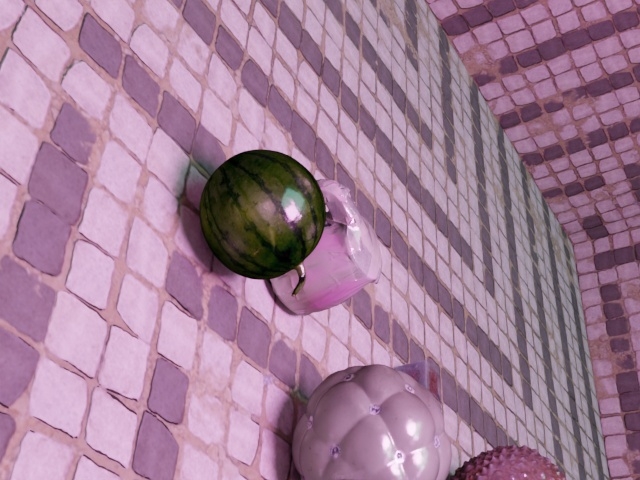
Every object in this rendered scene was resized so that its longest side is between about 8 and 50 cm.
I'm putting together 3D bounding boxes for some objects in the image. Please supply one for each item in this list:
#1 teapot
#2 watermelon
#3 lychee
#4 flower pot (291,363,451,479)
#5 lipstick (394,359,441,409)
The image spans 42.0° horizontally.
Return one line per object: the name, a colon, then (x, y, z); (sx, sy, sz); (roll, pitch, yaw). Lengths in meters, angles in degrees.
teapot: (0.007, 0.001, 1.396); (0.163, 0.178, 0.221); (-7, 80, -64)
watermelon: (-0.077, -0.029, 1.237); (0.214, 0.188, 0.188); (50, 29, -3)
lychee: (0.359, 0.547, 1.642); (0.300, 0.300, 0.300); (41, 40, -47)
flower pot: (0.077, 0.319, 1.274); (0.246, 0.246, 0.195); (54, 30, -32)
lipstick: (0.186, 0.413, 1.597); (0.076, 0.080, 0.371); (47, 35, -41)
